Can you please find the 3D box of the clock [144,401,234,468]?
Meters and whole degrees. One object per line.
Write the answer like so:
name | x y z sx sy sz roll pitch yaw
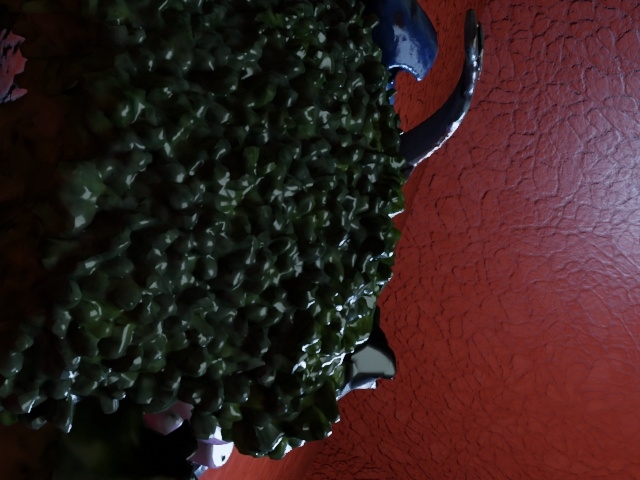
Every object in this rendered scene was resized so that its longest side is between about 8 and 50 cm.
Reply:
clock | -0.123 0.126 0.929 0.228 0.090 0.248 -56 147 -38

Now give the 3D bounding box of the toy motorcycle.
toy motorcycle | 0.042 -0.184 0.890 0.240 0.182 0.319 -21 153 -14

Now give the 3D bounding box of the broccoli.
broccoli | -0.090 -0.033 0.459 0.317 0.338 0.277 -47 142 13

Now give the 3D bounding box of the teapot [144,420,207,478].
teapot | -0.182 0.262 1.039 0.111 0.108 0.149 -59 166 -23
